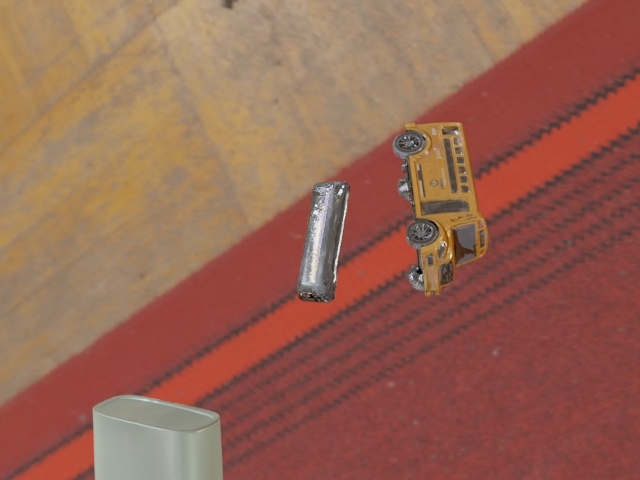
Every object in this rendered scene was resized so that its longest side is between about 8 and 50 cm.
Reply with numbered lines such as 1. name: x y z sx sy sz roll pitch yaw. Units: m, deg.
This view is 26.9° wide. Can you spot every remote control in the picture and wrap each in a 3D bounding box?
1. remote control: 0.000 0.000 1.032 0.039 0.014 0.096 0 77 43

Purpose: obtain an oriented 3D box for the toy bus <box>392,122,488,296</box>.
1. toy bus: 0.130 -0.036 1.438 0.088 0.083 0.194 -7 50 3

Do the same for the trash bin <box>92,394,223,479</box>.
1. trash bin: -0.136 0.205 1.128 0.116 0.059 0.129 7 106 29
